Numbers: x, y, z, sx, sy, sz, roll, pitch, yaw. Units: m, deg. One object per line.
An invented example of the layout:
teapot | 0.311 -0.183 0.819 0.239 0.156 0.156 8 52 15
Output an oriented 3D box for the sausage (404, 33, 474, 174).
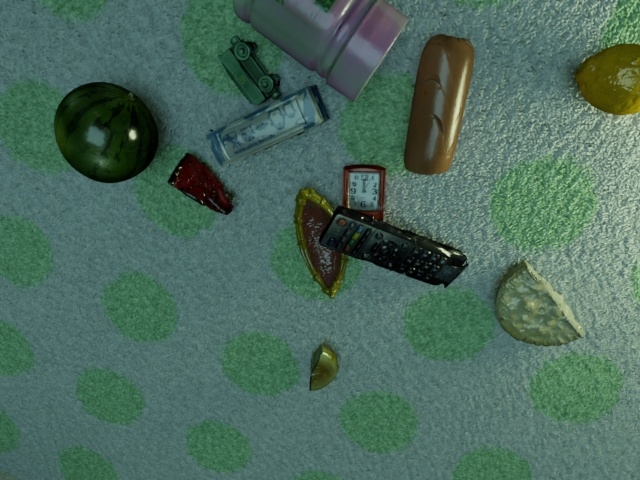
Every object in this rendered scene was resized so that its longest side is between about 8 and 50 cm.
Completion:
sausage | 0.274 -0.311 0.964 0.120 0.121 0.305 8 113 5

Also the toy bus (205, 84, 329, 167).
toy bus | -0.133 -0.283 1.028 0.296 0.131 0.106 -20 107 14

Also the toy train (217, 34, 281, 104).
toy train | -0.173 -0.413 1.017 0.099 0.070 0.172 -31 106 26

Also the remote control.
remote control | 0.199 0.016 1.097 0.398 0.062 0.145 21 129 -14

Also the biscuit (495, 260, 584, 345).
biscuit | 0.591 0.204 1.145 0.281 0.084 0.179 42 111 -10

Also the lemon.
lemon | 0.643 -0.347 0.886 0.186 0.142 0.142 17 113 -1

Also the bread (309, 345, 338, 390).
bread | 0.011 0.403 1.309 0.094 0.083 0.157 2 114 4

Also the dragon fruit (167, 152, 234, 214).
dragon fruit | -0.312 -0.146 1.121 0.192 0.122 0.092 40 97 -6

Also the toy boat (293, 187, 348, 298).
toy boat | 0.001 0.000 1.143 0.140 0.099 0.318 -12 107 9

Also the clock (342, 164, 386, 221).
clock | 0.115 -0.123 1.097 0.113 0.061 0.155 3 109 7

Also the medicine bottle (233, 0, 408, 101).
medicine bottle | 0.001 -0.481 0.884 0.325 0.212 0.212 35 112 -6

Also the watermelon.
watermelon | -0.531 -0.268 1.034 0.241 0.242 0.243 3 112 7
